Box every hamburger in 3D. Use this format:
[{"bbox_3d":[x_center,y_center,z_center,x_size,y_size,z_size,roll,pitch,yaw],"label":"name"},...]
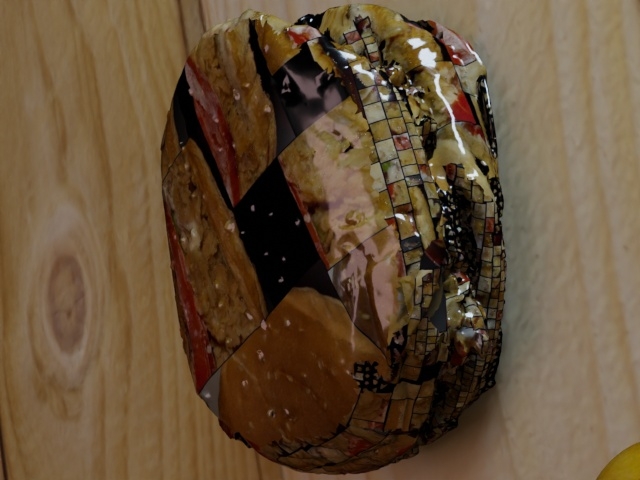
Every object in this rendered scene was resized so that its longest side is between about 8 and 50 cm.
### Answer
[{"bbox_3d":[0.000,0.000,0.921,0.231,0.107,0.231,7,98,52],"label":"hamburger"}]

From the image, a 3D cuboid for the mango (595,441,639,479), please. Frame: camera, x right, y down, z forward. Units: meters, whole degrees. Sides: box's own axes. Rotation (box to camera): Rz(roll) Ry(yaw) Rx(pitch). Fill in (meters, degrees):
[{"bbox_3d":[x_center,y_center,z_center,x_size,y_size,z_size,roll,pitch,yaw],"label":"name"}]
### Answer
[{"bbox_3d":[0.139,0.157,0.689,0.102,0.085,0.184,134,134,-54],"label":"mango"}]
